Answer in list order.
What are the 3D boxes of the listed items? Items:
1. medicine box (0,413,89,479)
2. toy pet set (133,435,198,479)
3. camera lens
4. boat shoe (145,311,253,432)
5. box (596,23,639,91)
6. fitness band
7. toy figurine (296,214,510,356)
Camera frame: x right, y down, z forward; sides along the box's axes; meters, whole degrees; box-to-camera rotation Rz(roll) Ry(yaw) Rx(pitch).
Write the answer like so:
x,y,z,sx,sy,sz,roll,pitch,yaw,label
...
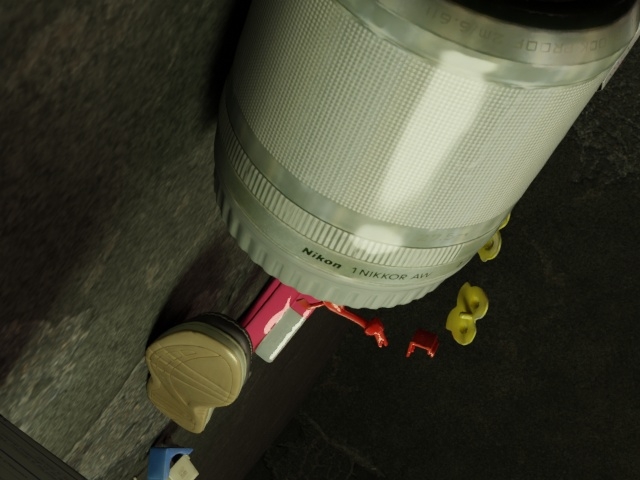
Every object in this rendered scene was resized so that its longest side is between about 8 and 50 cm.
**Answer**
x,y,z,sx,sy,sz,roll,pitch,yaw,label
-0.167,0.219,0.509,0.149,0.263,0.289,-55,172,-6,medicine box
-0.233,0.319,1.357,0.114,0.065,0.122,-11,-153,47,toy pet set
0.056,-0.113,0.637,0.219,0.219,0.274,-48,170,-42,camera lens
-0.120,0.124,1.024,0.092,0.102,0.285,-57,178,-28,boat shoe
0.336,-0.364,1.240,0.262,0.231,0.127,-57,172,8,box
-0.032,0.055,1.265,0.291,0.054,0.209,-50,-173,11,fitness band
0.120,-0.085,1.032,0.217,0.191,0.363,-43,145,-68,toy figurine
